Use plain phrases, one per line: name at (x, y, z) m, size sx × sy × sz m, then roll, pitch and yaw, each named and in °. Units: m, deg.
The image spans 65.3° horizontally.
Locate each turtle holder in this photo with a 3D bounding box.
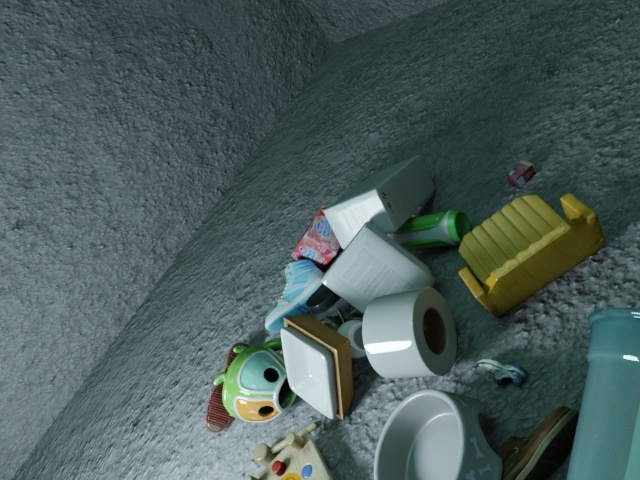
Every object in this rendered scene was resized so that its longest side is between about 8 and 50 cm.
turtle holder at (-0.184, 0.489, 1.748) m, size 0.228 × 0.243 × 0.320 m, roll 2°, pitch 14°, yaw 33°

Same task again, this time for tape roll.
tape roll at (0.257, 0.267, 1.426) m, size 0.169 × 0.246 × 0.246 m, roll -18°, pitch 41°, yaw 39°

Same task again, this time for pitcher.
pitcher at (0.146, 0.320, 1.601) m, size 0.207 × 0.178 × 0.125 m, roll 134°, pitch 149°, yaw -72°

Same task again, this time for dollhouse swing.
dollhouse swing at (0.534, -0.017, 1.403) m, size 0.347 × 0.315 × 0.305 m, roll -38°, pitch 53°, yaw 14°

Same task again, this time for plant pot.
plant pot at (0.613, 0.341, 0.878) m, size 0.341 × 0.341 × 0.334 m, roll 6°, pitch 66°, yaw 52°

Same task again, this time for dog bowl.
dog bowl at (0.260, 0.517, 1.188) m, size 0.349 × 0.102 × 0.348 m, roll -47°, pitch 22°, yaw 26°

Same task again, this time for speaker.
speaker at (0.364, -0.028, 1.748) m, size 0.297 × 0.131 × 0.131 m, roll -10°, pitch 47°, yaw 44°

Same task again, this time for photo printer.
photo printer at (0.195, 0.125, 1.612) m, size 0.256 × 0.308 × 0.107 m, roll -53°, pitch 1°, yaw 12°

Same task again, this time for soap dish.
soap dish at (-0.004, 0.385, 1.548) m, size 0.118 × 0.290 × 0.229 m, roll -29°, pitch 38°, yaw -35°

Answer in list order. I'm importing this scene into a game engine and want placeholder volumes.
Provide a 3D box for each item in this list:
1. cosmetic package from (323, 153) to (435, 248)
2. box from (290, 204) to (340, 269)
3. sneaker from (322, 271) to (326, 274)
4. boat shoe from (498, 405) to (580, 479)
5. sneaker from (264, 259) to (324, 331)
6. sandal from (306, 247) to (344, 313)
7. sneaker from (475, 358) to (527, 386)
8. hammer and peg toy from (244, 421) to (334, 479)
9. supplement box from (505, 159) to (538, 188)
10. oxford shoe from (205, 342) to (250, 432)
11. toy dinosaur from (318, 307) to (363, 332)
cosmetic package at (0.231, -0.151, 1.833) m, size 0.230 × 0.161 × 0.453 m, roll -20°, pitch 12°, yaw 37°
box at (0.000, 0.000, 2.007) m, size 0.154 × 0.142 × 0.300 m, roll -60°, pitch 3°, yaw -22°
sneaker at (-0.017, 0.168, 2.061) m, size 0.119 × 0.047 × 0.057 m, roll -27°, pitch 53°, yaw 33°
boat shoe at (0.445, 0.476, 1.095) m, size 0.307 × 0.111 × 0.104 m, roll -49°, pitch 33°, yaw -5°
sneaker at (-0.118, 0.208, 2.003) m, size 0.319 × 0.127 × 0.208 m, roll -37°, pitch 52°, yaw -3°
sandal at (0.104, 0.087, 1.868) m, size 0.446 × 0.107 × 0.168 m, roll -45°, pitch 19°, yaw -26°
sneaker at (0.458, 0.344, 1.289) m, size 0.135 × 0.052 × 0.058 m, roll -2°, pitch 57°, yaw 49°
hammer and peg toy at (-0.099, 0.689, 1.476) m, size 0.266 × 0.127 × 0.361 m, roll -45°, pitch 32°, yaw 2°
supplement box at (0.677, -0.224, 1.680) m, size 0.083 × 0.043 × 0.055 m, roll -43°, pitch 32°, yaw 3°
oxford shoe at (-0.360, 0.580, 1.955) m, size 0.130 × 0.123 × 0.348 m, roll -47°, pitch 19°, yaw 57°
toy dinosaur at (0.016, 0.345, 1.742) m, size 0.160 × 0.121 × 0.313 m, roll -18°, pitch 35°, yaw 58°
